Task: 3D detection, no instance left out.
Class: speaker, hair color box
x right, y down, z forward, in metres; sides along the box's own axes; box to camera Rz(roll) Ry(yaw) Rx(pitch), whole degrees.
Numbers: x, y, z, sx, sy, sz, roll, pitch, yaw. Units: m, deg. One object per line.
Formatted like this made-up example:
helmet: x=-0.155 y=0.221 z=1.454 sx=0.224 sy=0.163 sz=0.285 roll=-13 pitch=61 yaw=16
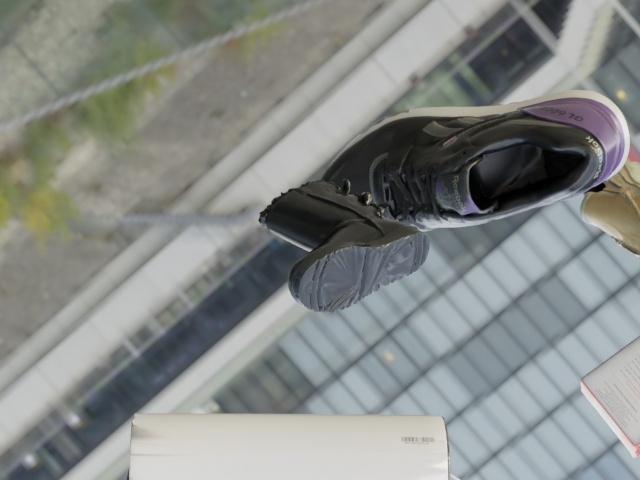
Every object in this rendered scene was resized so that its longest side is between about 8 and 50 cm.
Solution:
speaker: x=-0.015 y=0.101 z=0.673 sx=0.136 sy=0.055 sz=0.055 roll=0 pitch=178 yaw=-2
hair color box: x=0.283 y=0.100 z=1.243 sx=0.141 sy=0.072 sz=0.043 roll=-35 pitch=158 yaw=-4

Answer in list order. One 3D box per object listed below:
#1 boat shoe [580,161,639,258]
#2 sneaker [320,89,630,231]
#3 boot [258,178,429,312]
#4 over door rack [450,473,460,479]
boat shoe: x=0.274 y=-0.024 z=1.438 sx=0.072 sy=0.068 sz=0.190 roll=2 pitch=-165 yaw=-2
sneaker: x=0.108 y=-0.058 z=1.316 sx=0.283 sy=0.107 sz=0.124 roll=-15 pitch=-169 yaw=26
boot: x=0.000 y=0.000 z=1.014 sx=0.121 sy=0.099 sz=0.045 roll=-20 pitch=126 yaw=-40
over door rack: x=0.043 y=0.378 z=1.406 sx=0.239 sy=0.108 sz=0.324 roll=-24 pitch=-124 yaw=42
